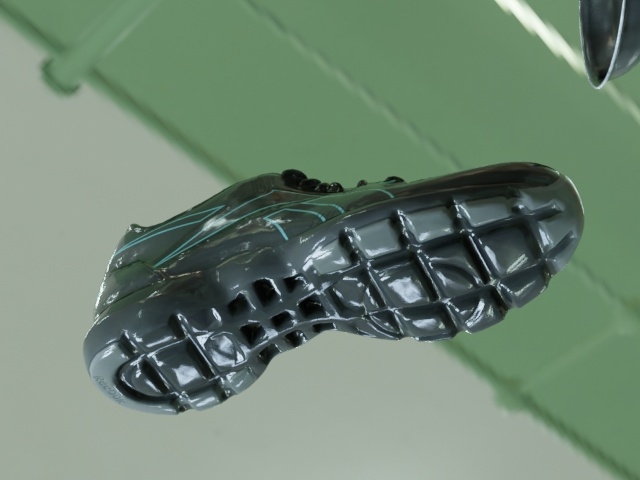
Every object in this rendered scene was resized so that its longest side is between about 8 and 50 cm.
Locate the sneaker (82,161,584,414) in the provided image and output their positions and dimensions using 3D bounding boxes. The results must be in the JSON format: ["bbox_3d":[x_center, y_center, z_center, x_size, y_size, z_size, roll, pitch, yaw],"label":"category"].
[{"bbox_3d":[0.000,0.000,0.973,0.106,0.267,0.101,-92,-20,-44],"label":"sneaker"}]

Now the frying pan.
[{"bbox_3d":[0.225,-0.256,1.380,0.053,0.326,0.197,2,-134,-3],"label":"frying pan"}]
